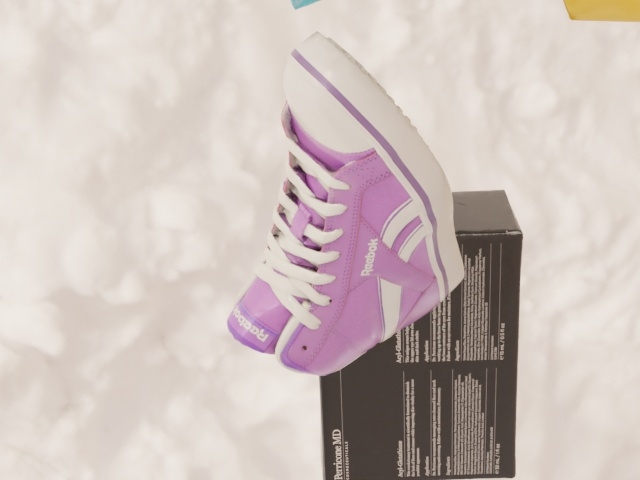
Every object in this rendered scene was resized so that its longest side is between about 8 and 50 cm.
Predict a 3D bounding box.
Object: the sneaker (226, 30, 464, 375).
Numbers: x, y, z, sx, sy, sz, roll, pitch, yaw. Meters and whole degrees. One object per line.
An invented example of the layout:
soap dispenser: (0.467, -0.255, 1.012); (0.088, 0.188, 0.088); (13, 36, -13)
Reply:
sneaker: (0.001, 0.001, 0.856); (0.161, 0.102, 0.282); (-37, 143, -9)

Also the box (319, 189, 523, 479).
box: (0.086, 0.092, 1.234); (0.184, 0.103, 0.261); (-3, 116, -2)

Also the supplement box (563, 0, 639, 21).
supplement box: (0.177, -0.204, 0.543); (0.129, 0.191, 0.194); (-40, 119, -23)

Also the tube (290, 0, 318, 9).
tube: (-0.043, -0.377, 1.621); (0.207, 0.080, 0.052); (57, 34, -34)
